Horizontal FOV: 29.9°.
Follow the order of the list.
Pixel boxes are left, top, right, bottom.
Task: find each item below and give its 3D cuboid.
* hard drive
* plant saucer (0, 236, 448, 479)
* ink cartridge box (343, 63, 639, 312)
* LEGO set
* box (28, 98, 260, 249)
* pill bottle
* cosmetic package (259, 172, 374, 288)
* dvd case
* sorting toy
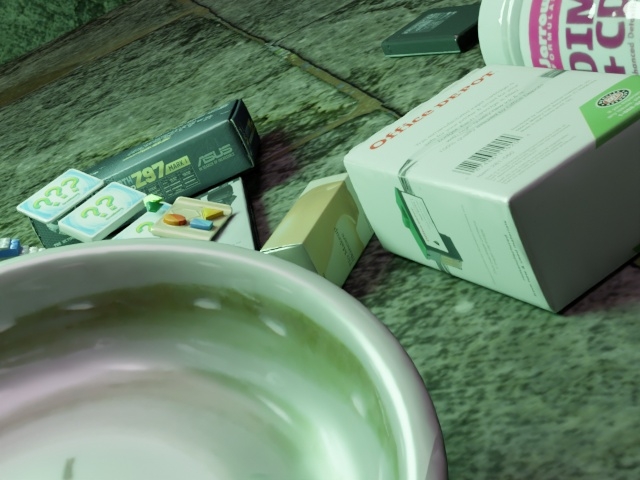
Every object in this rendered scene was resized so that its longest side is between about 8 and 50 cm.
[{"bbox_3d":[0.146,-0.246,1.392,0.094,0.022,0.135,-37,24,-27],"label":"hard drive"},{"bbox_3d":[-0.132,0.158,0.597,0.400,0.100,0.400,-7,39,6],"label":"plant saucer"},{"bbox_3d":[0.142,-0.048,0.857,0.160,0.092,0.219,-33,23,-18],"label":"ink cartridge box"},{"bbox_3d":[-0.258,0.006,1.069,0.182,0.060,0.244,22,47,34],"label":"LEGO set"},{"bbox_3d":[-0.180,-0.071,1.272,0.233,0.059,0.183,-25,13,6],"label":"box"},{"bbox_3d":[0.253,-0.160,0.901,0.160,0.160,0.283,-33,22,-18],"label":"pill bottle"},{"bbox_3d":[0.000,0.000,0.949,0.041,0.060,0.115,-13,27,29],"label":"cosmetic package"},{"bbox_3d":[-0.141,0.023,1.090,0.179,0.029,0.238,-24,22,3],"label":"dvd case"},{"bbox_3d":[-0.128,-0.022,1.079,0.083,0.012,0.062,11,35,14],"label":"sorting toy"}]
